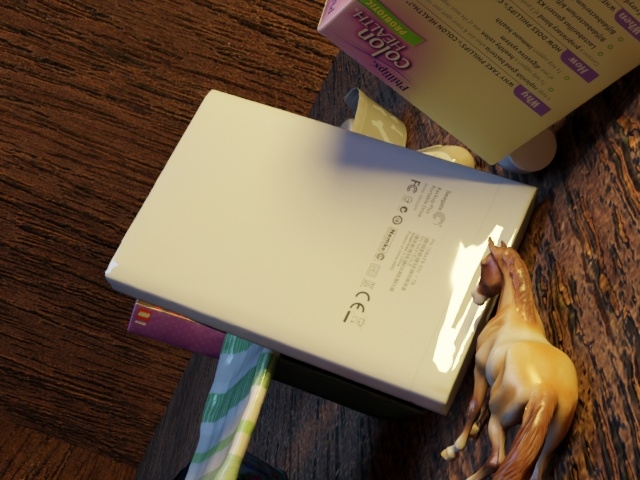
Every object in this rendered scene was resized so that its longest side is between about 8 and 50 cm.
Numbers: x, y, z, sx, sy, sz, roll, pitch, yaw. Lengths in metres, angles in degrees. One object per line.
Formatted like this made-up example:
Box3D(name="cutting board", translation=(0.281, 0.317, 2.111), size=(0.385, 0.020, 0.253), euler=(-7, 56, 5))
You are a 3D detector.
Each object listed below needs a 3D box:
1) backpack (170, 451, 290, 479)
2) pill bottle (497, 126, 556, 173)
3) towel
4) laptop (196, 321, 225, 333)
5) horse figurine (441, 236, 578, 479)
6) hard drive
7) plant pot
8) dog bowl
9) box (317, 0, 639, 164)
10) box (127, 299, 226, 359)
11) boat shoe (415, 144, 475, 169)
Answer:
Box3D(name="backpack", translation=(-0.114, 0.365, 1.339), size=(0.225, 0.191, 0.253), euler=(-58, 19, 7))
Box3D(name="pill bottle", translation=(0.195, -0.101, 1.117), size=(0.116, 0.065, 0.065), euler=(-108, 42, -77))
Box3D(name="towel", translation=(-0.084, 0.137, 1.178), size=(0.248, 0.038, 0.324), euler=(131, 160, -64))
Box3D(name="laptop", translation=(-0.021, 0.057, 1.434), size=(0.264, 0.234, 0.136), euler=(139, 152, -69))
Box3D(name="horse figurine", translation=(0.145, 0.121, 0.874), size=(0.263, 0.066, 0.174), euler=(-87, 16, -72))
Box3D(name="hard drive", translation=(0.000, 0.000, 1.085), size=(0.233, 0.353, 0.047), euler=(-63, -20, -22))
Box3D(name="plant pot", translation=(0.033, 0.107, 1.261), size=(0.234, 0.166, 0.165), euler=(126, 164, -69))
Box3D(name="dog bowl", translation=(0.032, -0.073, 1.860), size=(0.349, 0.102, 0.348), euler=(-157, 90, -80))
Box3D(name="box", translation=(0.161, -0.217, 0.967), size=(0.243, 0.214, 0.117), euler=(-37, 28, 41))
Box3D(name="box", translation=(-0.144, 0.116, 1.800), size=(0.201, 0.293, 0.057), euler=(-87, 17, -64))
Box3D(name="boat shoe", translation=(0.108, -0.054, 1.438), size=(0.098, 0.109, 0.302), euler=(-28, -3, -17))
